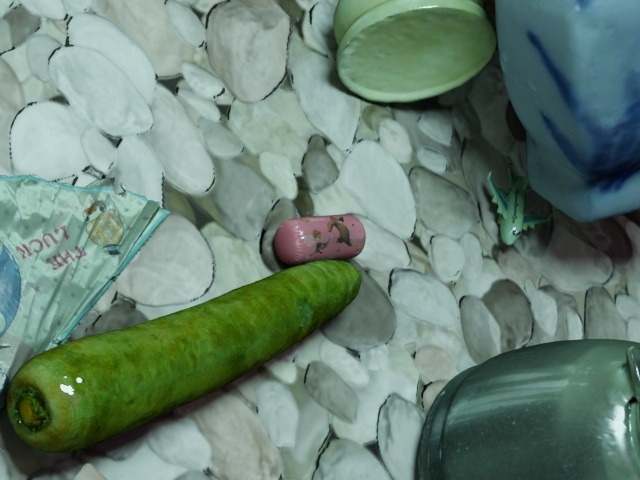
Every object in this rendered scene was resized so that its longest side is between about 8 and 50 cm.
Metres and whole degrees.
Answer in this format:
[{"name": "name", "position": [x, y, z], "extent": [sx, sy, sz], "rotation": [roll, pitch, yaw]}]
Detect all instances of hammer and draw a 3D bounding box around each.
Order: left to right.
[{"name": "hammer", "position": [0.000, 0.000, 1.341], "extent": [0.083, 0.043, 0.043], "rotation": [-6, 74, -44]}]

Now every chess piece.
[{"name": "chess piece", "position": [0.064, -0.266, 1.475], "extent": [0.144, 0.144, 0.251], "rotation": [13, 54, -37]}]

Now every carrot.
[{"name": "carrot", "position": [-0.082, 0.074, 1.213], "extent": [0.358, 0.074, 0.074], "rotation": [-21, 83, -48]}]

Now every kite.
[{"name": "kite", "position": [-0.266, -0.019, 1.134], "extent": [0.406, 0.014, 0.368], "rotation": [8, 64, -39]}]

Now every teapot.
[{"name": "teapot", "position": [0.247, 0.222, 1.306], "extent": [0.239, 0.239, 0.321], "rotation": [-9, 77, -42]}]

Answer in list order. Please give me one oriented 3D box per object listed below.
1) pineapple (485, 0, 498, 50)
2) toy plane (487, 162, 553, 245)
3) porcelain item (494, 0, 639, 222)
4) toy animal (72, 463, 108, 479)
[{"name": "pineapple", "position": [0.162, -0.353, 1.590], "extent": [0.175, 0.175, 0.361], "rotation": [-8, 66, -43]}, {"name": "toy plane", "position": [0.178, -0.029, 1.518], "extent": [0.080, 0.033, 0.083], "rotation": [33, 58, -26]}, {"name": "porcelain item", "position": [0.262, -0.208, 1.375], "extent": [0.243, 0.405, 0.178], "rotation": [-15, 49, -9]}, {"name": "toy animal", "position": [-0.180, 0.247, 0.977], "extent": [0.250, 0.154, 0.166], "rotation": [-25, 78, -48]}]
